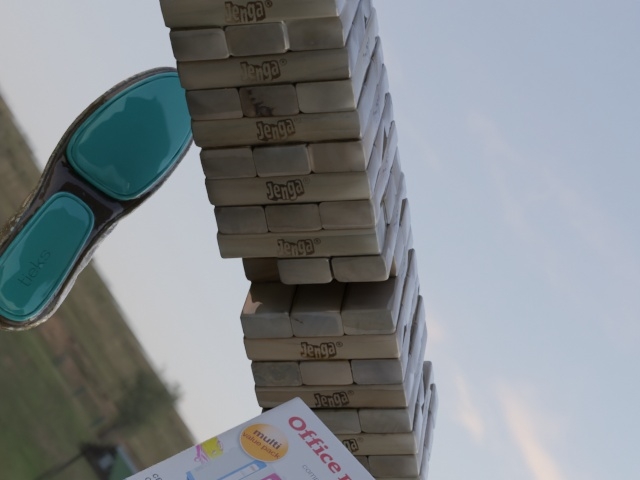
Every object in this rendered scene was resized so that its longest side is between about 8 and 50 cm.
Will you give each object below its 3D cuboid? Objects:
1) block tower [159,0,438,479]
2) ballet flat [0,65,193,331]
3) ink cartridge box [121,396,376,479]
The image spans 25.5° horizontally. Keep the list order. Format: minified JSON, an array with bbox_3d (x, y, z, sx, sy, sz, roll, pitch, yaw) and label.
[{"bbox_3d":[0.000,0.000,0.784,0.097,0.090,0.336,-75,158,-55],"label":"block tower"},{"bbox_3d":[-0.155,-0.030,0.911,0.073,0.206,0.067,44,-20,-14],"label":"ballet flat"},{"bbox_3d":[-0.032,0.143,0.616,0.092,0.143,0.090,45,-42,27],"label":"ink cartridge box"}]
